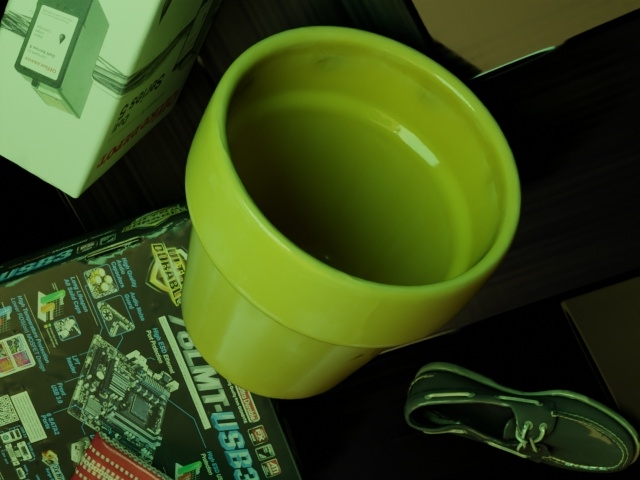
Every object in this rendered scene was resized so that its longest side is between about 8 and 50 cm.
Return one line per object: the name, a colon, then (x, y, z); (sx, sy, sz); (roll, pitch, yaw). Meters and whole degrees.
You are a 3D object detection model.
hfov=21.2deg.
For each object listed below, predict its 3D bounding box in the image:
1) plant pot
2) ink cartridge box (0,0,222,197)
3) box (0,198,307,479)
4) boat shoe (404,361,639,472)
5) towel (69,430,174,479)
plant pot: (0.000, 0.000, 1.367); (0.254, 0.254, 0.239); (35, 140, 4)
ink cartridge box: (-0.153, -0.198, 1.342); (0.114, 0.198, 0.273); (31, 124, 5)
box: (-0.194, 0.144, 1.546); (0.293, 0.073, 0.296); (-20, 109, 3)
boat shoe: (0.169, 0.164, 1.468); (0.206, 0.065, 0.075); (16, 120, 15)
towel: (-0.175, 0.333, 1.529); (0.198, 0.031, 0.275); (30, 106, 14)
